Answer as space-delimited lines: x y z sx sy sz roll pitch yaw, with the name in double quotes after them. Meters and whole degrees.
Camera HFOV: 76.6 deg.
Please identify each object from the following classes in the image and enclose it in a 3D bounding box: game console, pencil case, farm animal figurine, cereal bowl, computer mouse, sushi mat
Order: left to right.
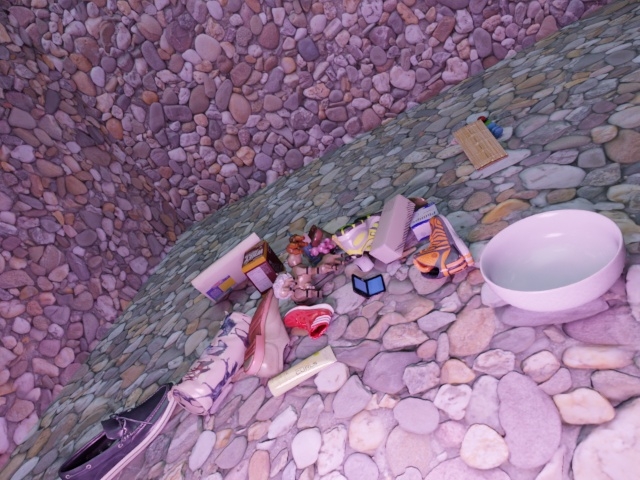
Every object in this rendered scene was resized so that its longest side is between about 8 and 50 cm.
-0.407 0.473 1.593 0.184 0.160 0.410 13 46 25 "pencil case"
-0.066 0.128 1.763 0.172 0.330 0.326 -6 64 42 "farm animal figurine"
0.174 0.077 1.758 0.106 0.042 0.193 -35 24 -4 "computer mouse"
0.182 0.162 1.560 0.071 0.107 0.122 -56 15 24 "game console"
0.758 -0.463 1.941 0.151 0.019 0.316 -25 45 15 "sushi mat"
0.622 0.070 1.093 0.339 0.141 0.339 -27 25 14 "cereal bowl"

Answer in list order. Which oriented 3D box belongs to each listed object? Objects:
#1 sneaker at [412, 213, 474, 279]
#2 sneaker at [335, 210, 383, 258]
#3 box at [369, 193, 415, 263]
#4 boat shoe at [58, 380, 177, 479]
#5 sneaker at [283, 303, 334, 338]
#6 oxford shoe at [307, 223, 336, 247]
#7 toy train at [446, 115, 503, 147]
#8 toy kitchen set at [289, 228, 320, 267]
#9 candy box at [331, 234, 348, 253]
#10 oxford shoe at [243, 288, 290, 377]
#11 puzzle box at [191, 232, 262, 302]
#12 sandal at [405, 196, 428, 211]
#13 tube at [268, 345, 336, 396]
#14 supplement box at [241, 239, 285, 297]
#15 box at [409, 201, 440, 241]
0.410 0.021 1.470 0.180 0.124 0.321 -28 25 11 "sneaker"
0.212 -0.034 1.777 0.385 0.147 0.145 -26 7 -42 "sneaker"
0.299 -0.050 1.674 0.113 0.094 0.275 -36 27 56 "box"
-0.760 0.737 1.561 0.500 0.156 0.187 -44 24 -24 "boat shoe"
-0.061 0.317 1.555 0.221 0.087 0.128 -22 25 27 "sneaker"
0.000 0.000 2.069 0.348 0.130 0.123 -129 61 -79 "oxford shoe"
0.783 -0.516 2.053 0.248 0.105 0.143 -34 37 -1 "toy train"
-0.099 0.084 1.885 0.166 0.207 0.122 -41 24 -16 "toy kitchen set"
0.157 -0.019 1.831 0.206 0.027 0.105 -27 57 -38 "candy box"
-0.193 0.357 1.563 0.140 0.147 0.397 -52 21 36 "oxford shoe"
-0.464 0.154 2.173 0.409 0.272 0.052 -38 65 -10 "puzzle box"
0.396 -0.165 1.884 0.240 0.088 0.079 -20 24 41 "sandal"
-0.061 0.438 1.366 0.240 0.062 0.070 -30 64 -2 "tube"
-0.279 0.140 2.020 0.129 0.194 0.191 -29 25 9 "supplement box"
0.440 -0.079 1.683 0.126 0.072 0.137 -27 25 17 "box"
